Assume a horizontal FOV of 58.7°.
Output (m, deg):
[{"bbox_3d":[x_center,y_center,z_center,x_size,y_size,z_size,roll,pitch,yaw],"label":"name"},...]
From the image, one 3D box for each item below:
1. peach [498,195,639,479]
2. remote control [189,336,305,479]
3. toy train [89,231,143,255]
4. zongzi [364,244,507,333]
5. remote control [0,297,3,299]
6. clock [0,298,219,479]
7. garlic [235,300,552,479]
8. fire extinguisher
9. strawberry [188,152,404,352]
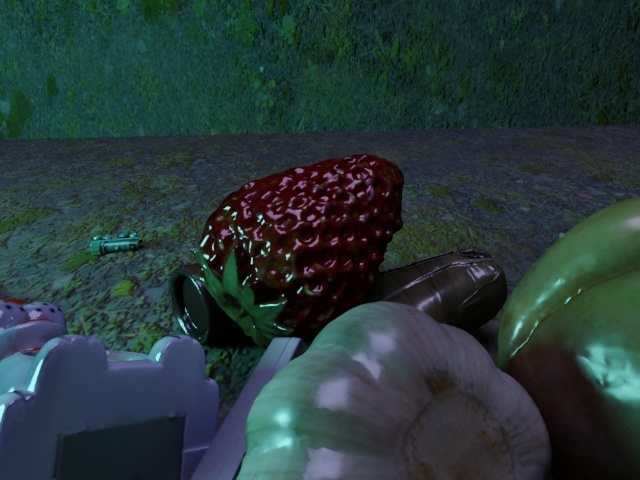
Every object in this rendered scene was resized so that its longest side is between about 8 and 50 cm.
[{"bbox_3d":[0.285,0.096,0.423,0.293,0.247,0.292,-16,35,11],"label":"peach"},{"bbox_3d":[-0.051,0.172,0.428,0.034,0.103,0.250,1,18,13],"label":"remote control"},{"bbox_3d":[-0.372,0.006,1.036,0.092,0.029,0.045,-4,27,-12],"label":"toy train"},{"bbox_3d":[0.133,0.092,0.630,0.195,0.099,0.197,-19,24,-2],"label":"zongzi"},{"bbox_3d":[-0.500,0.089,0.780,0.256,0.045,0.097,11,23,38],"label":"remote control"},{"bbox_3d":[-0.230,0.141,0.458,0.254,0.188,0.189,5,20,36],"label":"clock"},{"bbox_3d":[0.029,0.166,0.387,0.219,0.218,0.212,-15,-14,-33],"label":"garlic"},{"bbox_3d":[-0.026,0.033,0.783,0.344,0.138,0.102,-18,70,-38],"label":"fire extinguisher"},{"bbox_3d":[0.000,0.000,0.615,0.244,0.205,0.205,-42,37,-22],"label":"strawberry"}]
